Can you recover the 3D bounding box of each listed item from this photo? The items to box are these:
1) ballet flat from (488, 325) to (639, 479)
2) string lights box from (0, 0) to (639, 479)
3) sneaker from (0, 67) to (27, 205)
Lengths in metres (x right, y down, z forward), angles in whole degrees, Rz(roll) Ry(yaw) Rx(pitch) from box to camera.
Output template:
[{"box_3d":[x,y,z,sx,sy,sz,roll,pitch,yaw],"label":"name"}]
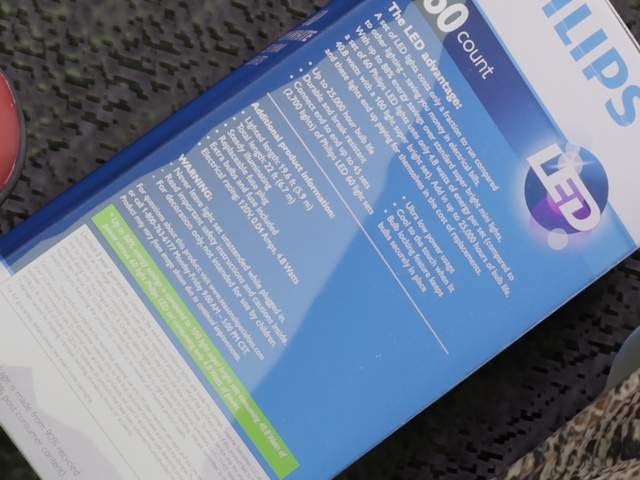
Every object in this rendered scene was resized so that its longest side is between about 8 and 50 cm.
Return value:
[{"box_3d":[0.074,0.138,0.665,0.164,0.182,0.483,34,127,-18],"label":"ballet flat"},{"box_3d":[0.000,0.000,0.720,0.260,0.077,0.133,-36,100,-8],"label":"string lights box"},{"box_3d":[-0.207,-0.075,0.572,0.276,0.135,0.097,25,72,-16],"label":"sneaker"}]
